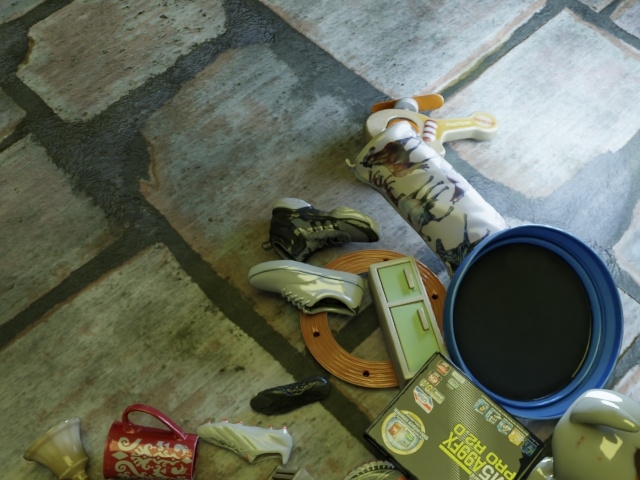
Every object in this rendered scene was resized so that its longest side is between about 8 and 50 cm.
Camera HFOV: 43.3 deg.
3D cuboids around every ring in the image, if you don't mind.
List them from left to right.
[{"bbox_3d":[0.123,0.169,1.768,0.336,0.032,0.337,-1,58,1],"label":"ring"}]

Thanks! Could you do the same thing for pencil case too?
[{"bbox_3d":[0.248,-0.075,1.778,0.183,0.160,0.410,-42,85,-13],"label":"pencil case"}]

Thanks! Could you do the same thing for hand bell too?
[{"bbox_3d":[-0.452,0.476,1.556,0.126,0.126,0.242,-35,76,-19],"label":"hand bell"}]

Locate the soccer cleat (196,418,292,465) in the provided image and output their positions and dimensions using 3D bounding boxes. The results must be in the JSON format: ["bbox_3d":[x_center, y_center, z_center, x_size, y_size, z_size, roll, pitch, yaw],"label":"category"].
[{"bbox_3d":[-0.154,0.403,1.607,0.196,0.068,0.076,6,61,1],"label":"soccer cleat"}]

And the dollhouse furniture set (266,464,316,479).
[{"bbox_3d":[-0.028,0.532,1.512,0.183,0.129,0.129,42,64,-9],"label":"dollhouse furniture set"}]

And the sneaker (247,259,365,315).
[{"bbox_3d":[-0.034,0.106,1.735,0.258,0.094,0.091,6,54,5],"label":"sneaker"}]

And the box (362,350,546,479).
[{"bbox_3d":[0.249,0.376,1.511,0.270,0.060,0.216,41,71,14],"label":"box"}]

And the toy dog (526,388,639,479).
[{"bbox_3d":[0.606,0.443,1.394,0.408,0.396,0.284,35,56,30],"label":"toy dog"}]

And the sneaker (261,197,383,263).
[{"bbox_3d":[0.000,0.000,1.836,0.268,0.101,0.153,12,60,15],"label":"sneaker"}]

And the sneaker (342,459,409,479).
[{"bbox_3d":[0.143,0.473,1.535,0.225,0.088,0.093,-6,43,-2],"label":"sneaker"}]

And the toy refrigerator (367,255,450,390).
[{"bbox_3d":[0.183,0.172,1.692,0.102,0.094,0.270,-12,59,-6],"label":"toy refrigerator"}]

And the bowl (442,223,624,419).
[{"bbox_3d":[0.428,0.165,1.644,0.390,0.077,0.391,2,83,-16],"label":"bowl"}]

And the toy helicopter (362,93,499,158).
[{"bbox_3d":[0.274,-0.282,2.011,0.354,0.140,0.235,-8,49,-17],"label":"toy helicopter"}]

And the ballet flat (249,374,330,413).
[{"bbox_3d":[-0.062,0.321,1.675,0.173,0.049,0.058,-12,103,-6],"label":"ballet flat"}]

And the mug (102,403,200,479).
[{"bbox_3d":[-0.325,0.405,1.563,0.169,0.150,0.113,7,44,0],"label":"mug"}]
